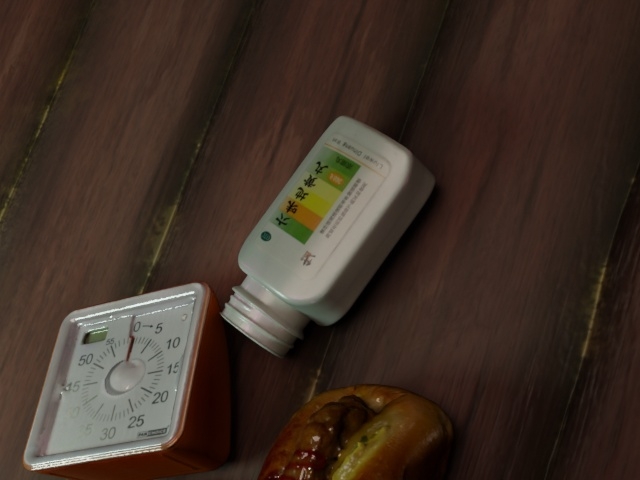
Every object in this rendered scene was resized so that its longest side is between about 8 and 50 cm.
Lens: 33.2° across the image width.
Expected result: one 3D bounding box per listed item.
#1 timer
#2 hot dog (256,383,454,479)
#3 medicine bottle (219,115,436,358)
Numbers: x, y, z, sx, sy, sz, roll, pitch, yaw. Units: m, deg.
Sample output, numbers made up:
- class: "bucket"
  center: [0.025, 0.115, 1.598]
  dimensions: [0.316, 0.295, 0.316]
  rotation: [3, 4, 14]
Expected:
- class: "timer"
  center: [-0.251, 0.194, 1.469]
  dimensions: [0.257, 0.161, 0.250]
  rotation: [-14, 63, 25]
- class: "hot dog"
  center: [0.012, 0.353, 1.248]
  dimensions: [0.185, 0.223, 0.405]
  rotation: [11, 76, 26]
- class: "medicine bottle"
  center: [0.000, 0.000, 1.455]
  dimensions: [0.179, 0.124, 0.324]
  rotation: [34, 89, 41]
